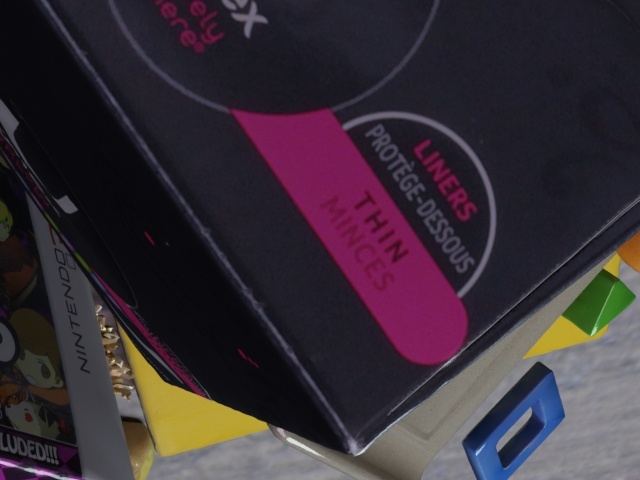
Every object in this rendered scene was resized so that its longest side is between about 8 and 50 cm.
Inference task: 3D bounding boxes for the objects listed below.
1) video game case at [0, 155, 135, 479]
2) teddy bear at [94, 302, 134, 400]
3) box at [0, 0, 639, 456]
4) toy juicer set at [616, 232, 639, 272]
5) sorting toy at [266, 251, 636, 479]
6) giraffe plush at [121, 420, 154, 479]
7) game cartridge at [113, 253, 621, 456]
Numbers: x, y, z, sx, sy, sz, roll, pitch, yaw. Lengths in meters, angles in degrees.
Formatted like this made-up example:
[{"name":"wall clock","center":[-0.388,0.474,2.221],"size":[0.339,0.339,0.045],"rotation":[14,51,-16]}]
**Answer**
[{"name":"video game case","center":[-0.174,-0.012,0.645],"size":[0.042,0.210,0.232],"rotation":[-32,147,24]},{"name":"teddy bear","center":[-0.258,0.112,0.884],"size":[0.338,0.113,0.245],"rotation":[-48,138,14]},{"name":"box","center":[-0.015,-0.054,0.507],"size":[0.143,0.165,0.270],"rotation":[-36,-174,-12]},{"name":"toy juicer set","center":[0.183,-0.108,0.766],"size":[0.209,0.089,0.329],"rotation":[-43,156,-23]},{"name":"sorting toy","center":[0.059,0.024,0.852],"size":[0.196,0.047,0.348],"rotation":[-52,150,0]},{"name":"giraffe plush","center":[-0.164,0.233,1.101],"size":[0.181,0.170,0.210],"rotation":[-18,151,-2]},{"name":"game cartridge","center":[0.026,-0.008,0.934],"size":[0.285,0.052,0.323],"rotation":[-15,148,-6]}]
